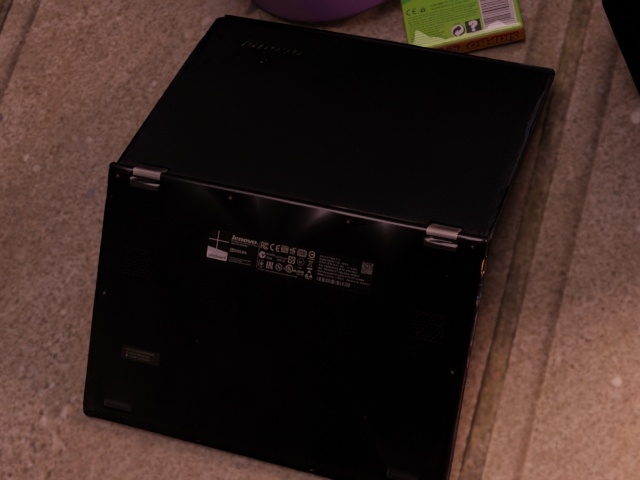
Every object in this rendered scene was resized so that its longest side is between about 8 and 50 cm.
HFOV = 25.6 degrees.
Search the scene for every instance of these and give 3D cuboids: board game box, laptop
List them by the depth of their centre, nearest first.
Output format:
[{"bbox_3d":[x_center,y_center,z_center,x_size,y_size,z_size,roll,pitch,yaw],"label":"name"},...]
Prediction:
[{"bbox_3d":[0.000,0.000,1.432,0.382,0.236,0.408,12,102,17],"label":"laptop"},{"bbox_3d":[0.141,-0.323,1.550,0.124,0.039,0.259,-12,67,9],"label":"board game box"}]

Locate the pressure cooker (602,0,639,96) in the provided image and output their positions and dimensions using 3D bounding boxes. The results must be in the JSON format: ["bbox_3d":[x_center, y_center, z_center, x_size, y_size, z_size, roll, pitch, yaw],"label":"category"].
[{"bbox_3d":[0.499,-0.228,1.249,0.420,0.370,0.375,-28,67,3],"label":"pressure cooker"}]

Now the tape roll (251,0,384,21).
[{"bbox_3d":[0.003,-0.382,1.554,0.274,0.090,0.275,-8,66,18],"label":"tape roll"}]
